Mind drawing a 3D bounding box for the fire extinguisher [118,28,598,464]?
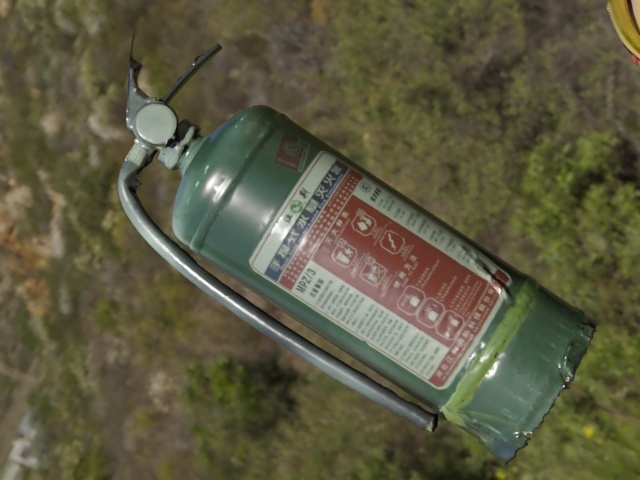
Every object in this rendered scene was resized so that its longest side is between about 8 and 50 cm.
[{"bbox_3d":[0.000,0.000,0.706,0.118,0.294,0.093,-56,-2,-10],"label":"fire extinguisher"}]

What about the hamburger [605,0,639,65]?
[{"bbox_3d":[0.285,-0.166,0.865,0.175,0.137,0.175,-13,74,55],"label":"hamburger"}]
